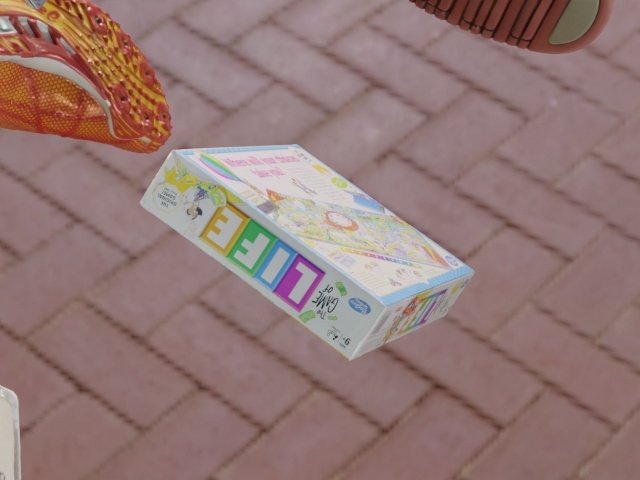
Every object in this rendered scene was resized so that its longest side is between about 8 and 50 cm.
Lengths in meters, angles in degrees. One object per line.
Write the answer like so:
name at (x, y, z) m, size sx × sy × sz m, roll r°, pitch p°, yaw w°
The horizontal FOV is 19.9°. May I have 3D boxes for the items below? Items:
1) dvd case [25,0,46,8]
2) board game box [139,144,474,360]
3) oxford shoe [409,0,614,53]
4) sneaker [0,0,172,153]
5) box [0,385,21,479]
dvd case at (-0.098, -0.190, 0.545) m, size 0.018 × 0.221 × 0.164 m, roll 23°, pitch 78°, yaw 26°
board game box at (0.000, 0.000, 0.756) m, size 0.103 × 0.026 × 0.154 m, roll 36°, pitch 13°, yaw 12°
oxford shoe at (0.071, -0.258, 1.265) m, size 0.348 × 0.123 × 0.130 m, roll 39°, pitch 32°, yaw 13°
sneaker at (-0.136, -0.077, 0.813) m, size 0.175 × 0.067 × 0.064 m, roll 22°, pitch 49°, yaw -46°
box at (-0.282, 0.143, 0.743) m, size 0.148 × 0.311 × 0.121 m, roll 29°, pitch 45°, yaw -46°
